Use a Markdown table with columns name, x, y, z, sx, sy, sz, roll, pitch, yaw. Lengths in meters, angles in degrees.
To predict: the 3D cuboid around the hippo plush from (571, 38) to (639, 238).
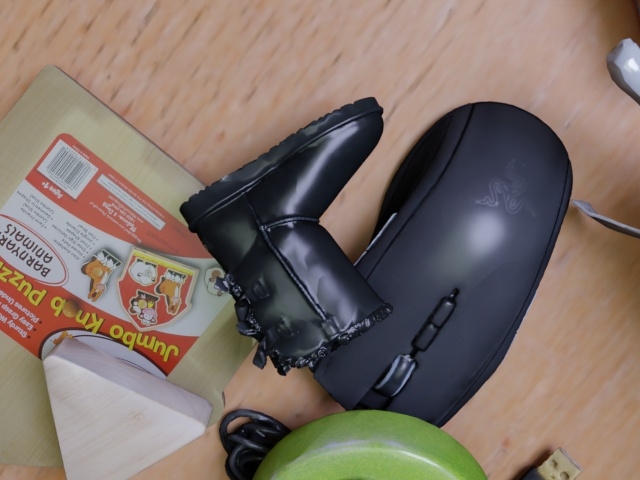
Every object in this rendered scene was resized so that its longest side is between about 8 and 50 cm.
| name | x | y | z | sx | sy | sz | roll | pitch | yaw |
| --- | --- | --- | --- | --- | --- | --- | --- | --- | --- |
| hippo plush | 0.312 | 0.007 | 0.389 | 0.236 | 0.234 | 0.294 | -36 | 59 | -15 |

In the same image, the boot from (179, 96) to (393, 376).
| name | x | y | z | sx | sy | sz | roll | pitch | yaw |
| --- | --- | --- | --- | --- | --- | --- | --- | --- | --- |
| boot | 0.000 | 0.000 | 0.398 | 0.121 | 0.045 | 0.099 | -32 | 83 | -4 |

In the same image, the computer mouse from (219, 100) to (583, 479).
| name | x | y | z | sx | sy | sz | roll | pitch | yaw |
| --- | --- | --- | --- | --- | --- | --- | --- | --- | --- |
| computer mouse | 0.080 | 0.070 | 0.435 | 0.184 | 0.060 | 0.262 | 34 | 96 | -5 |

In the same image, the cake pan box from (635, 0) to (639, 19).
| name | x | y | z | sx | sy | sz | roll | pitch | yaw |
| --- | --- | --- | --- | --- | --- | --- | --- | --- | --- |
| cake pan box | 0.257 | -0.232 | 0.365 | 0.266 | 0.070 | 0.246 | -16 | 106 | 10 |

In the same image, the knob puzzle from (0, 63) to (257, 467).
| name | x | y | z | sx | sy | sz | roll | pitch | yaw |
| --- | --- | --- | --- | --- | --- | --- | --- | --- | --- |
| knob puzzle | -0.131 | 0.037 | 0.438 | 0.213 | 0.030 | 0.213 | 0 | 99 | -2 |

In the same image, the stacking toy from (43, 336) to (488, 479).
| name | x | y | z | sx | sy | sz | roll | pitch | yaw |
| --- | --- | --- | --- | --- | --- | --- | --- | --- | --- |
| stacking toy | -0.055 | 0.217 | 0.391 | 0.308 | 0.130 | 0.280 | 16 | 109 | -2 |
